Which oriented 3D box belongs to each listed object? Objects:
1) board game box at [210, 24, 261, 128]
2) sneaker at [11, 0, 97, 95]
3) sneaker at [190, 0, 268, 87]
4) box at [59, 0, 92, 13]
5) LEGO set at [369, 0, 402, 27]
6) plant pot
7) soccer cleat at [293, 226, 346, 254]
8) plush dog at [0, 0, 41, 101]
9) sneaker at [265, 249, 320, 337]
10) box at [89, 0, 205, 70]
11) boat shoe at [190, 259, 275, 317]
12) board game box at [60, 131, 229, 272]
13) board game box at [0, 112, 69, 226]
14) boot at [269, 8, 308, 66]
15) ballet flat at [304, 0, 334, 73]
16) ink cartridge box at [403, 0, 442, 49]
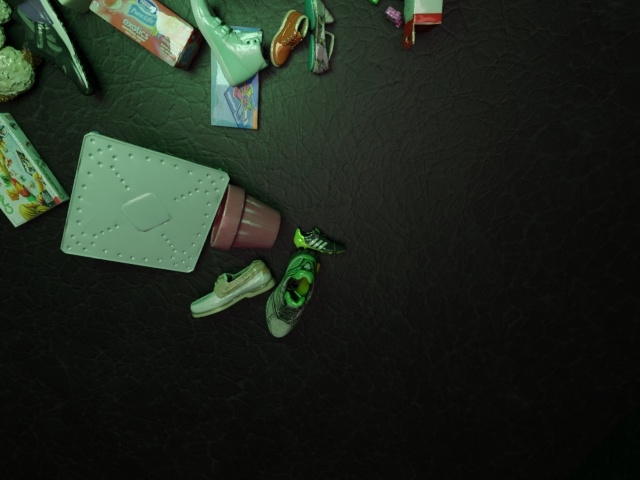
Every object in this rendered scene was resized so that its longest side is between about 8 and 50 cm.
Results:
[{"bbox_3d":[-0.254,-0.484,1.203,0.144,0.027,0.282,5,108,0],"label":"board game box"},{"bbox_3d":[-0.750,-0.531,1.141,0.124,0.107,0.284,-26,97,-6],"label":"sneaker"},{"bbox_3d":[-0.239,-0.576,1.108,0.151,0.094,0.256,-21,116,13],"label":"sneaker"},{"bbox_3d":[-0.590,-0.739,1.078,0.275,0.113,0.094,-31,104,8],"label":"box"},{"bbox_3d":[0.156,-0.698,1.097,0.227,0.093,0.087,34,105,-10],"label":"LEGO set"},{"bbox_3d":[-0.231,-0.056,1.268,0.180,0.201,0.202,15,108,-21],"label":"plant pot"},{"bbox_3d":[0.000,0.000,1.345,0.178,0.060,0.073,10,106,0],"label":"soccer cleat"},{"bbox_3d":[-0.923,-0.516,1.127,0.262,0.211,0.225,-40,130,14],"label":"plush dog"},{"bbox_3d":[-0.108,0.199,1.355,0.134,0.146,0.344,19,118,-5],"label":"sneaker"},{"bbox_3d":[-0.467,-0.601,1.112,0.256,0.128,0.123,34,105,-10],"label":"box"},{"bbox_3d":[-0.311,0.160,1.376,0.302,0.113,0.103,-24,105,-3],"label":"boat shoe"},{"bbox_3d":[-0.525,-0.095,1.216,0.389,0.050,0.390,13,118,-30],"label":"board game box"},{"bbox_3d":[-0.976,-0.218,1.277,0.192,0.053,0.305,-26,106,9],"label":"board game box"},{"bbox_3d":[-0.088,-0.567,1.140,0.059,0.084,0.158,5,117,-46],"label":"boot"},{"bbox_3d":[0.000,-0.596,1.149,0.079,0.077,0.222,-10,114,-16],"label":"ballet flat"},{"bbox_3d":[0.277,-0.651,1.091,0.077,0.134,0.231,-1,109,0],"label":"ink cartridge box"}]
